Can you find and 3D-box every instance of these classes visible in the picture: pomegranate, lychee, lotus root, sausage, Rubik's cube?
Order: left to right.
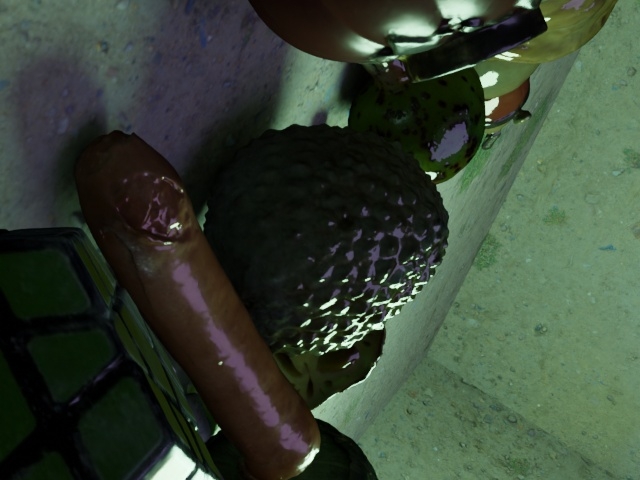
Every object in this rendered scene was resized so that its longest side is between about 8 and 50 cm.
[{"bbox_3d":[-0.215,0.128,0.448,0.319,0.318,0.264,-11,100,-68],"label":"Rubik's cube"},{"bbox_3d":[-0.104,0.082,0.732,0.094,0.094,0.419,-99,168,-52],"label":"sausage"},{"bbox_3d":[-0.012,0.125,1.186,0.199,0.188,0.180,-32,-171,6],"label":"lotus root"},{"bbox_3d":[0.000,0.000,0.858,0.255,0.274,0.256,-1,90,-70],"label":"lychee"},{"bbox_3d":[0.119,-0.183,1.053,0.202,0.202,0.248,-54,133,-14],"label":"pomegranate"}]

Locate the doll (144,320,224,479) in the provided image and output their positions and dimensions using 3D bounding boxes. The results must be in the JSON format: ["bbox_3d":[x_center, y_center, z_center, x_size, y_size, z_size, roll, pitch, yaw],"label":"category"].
[{"bbox_3d":[-0.168,0.197,0.819,0.151,0.150,0.287,11,76,-72],"label":"doll"}]

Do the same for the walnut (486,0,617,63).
[{"bbox_3d":[0.233,-0.341,0.929,0.313,0.277,0.252,-46,128,-25],"label":"walnut"}]

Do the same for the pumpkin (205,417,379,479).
[{"bbox_3d":[-0.071,0.372,0.993,0.328,0.291,0.258,-51,145,-50],"label":"pumpkin"}]

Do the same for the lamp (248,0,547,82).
[{"bbox_3d":[0.076,-0.257,0.592,0.303,0.257,0.303,-22,-170,4],"label":"lamp"}]

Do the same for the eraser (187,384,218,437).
[{"bbox_3d":[-0.170,0.184,0.997,0.274,0.092,0.210,-59,164,7],"label":"eraser"}]

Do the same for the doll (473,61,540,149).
[{"bbox_3d":[0.286,-0.288,1.320,0.235,0.174,0.330,-44,161,-11],"label":"doll"}]
